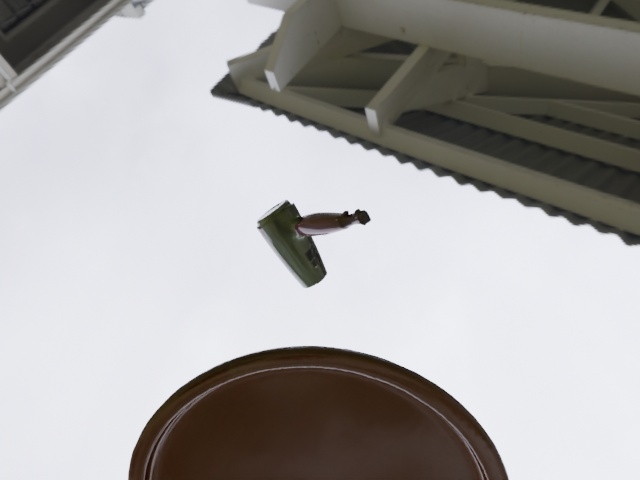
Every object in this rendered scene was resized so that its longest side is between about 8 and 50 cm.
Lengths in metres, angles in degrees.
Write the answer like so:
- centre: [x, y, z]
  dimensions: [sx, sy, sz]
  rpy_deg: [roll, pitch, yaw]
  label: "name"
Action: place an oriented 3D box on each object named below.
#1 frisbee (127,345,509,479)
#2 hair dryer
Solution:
- centre: [-0.003, 0.178, 0.359]
  dimensions: [0.251, 0.250, 0.021]
  rpy_deg: [-12, -163, 8]
  label: "frisbee"
- centre: [-0.002, -0.006, 0.627]
  dimensions: [0.054, 0.106, 0.154]
  rpy_deg: [-41, -169, -37]
  label: "hair dryer"
